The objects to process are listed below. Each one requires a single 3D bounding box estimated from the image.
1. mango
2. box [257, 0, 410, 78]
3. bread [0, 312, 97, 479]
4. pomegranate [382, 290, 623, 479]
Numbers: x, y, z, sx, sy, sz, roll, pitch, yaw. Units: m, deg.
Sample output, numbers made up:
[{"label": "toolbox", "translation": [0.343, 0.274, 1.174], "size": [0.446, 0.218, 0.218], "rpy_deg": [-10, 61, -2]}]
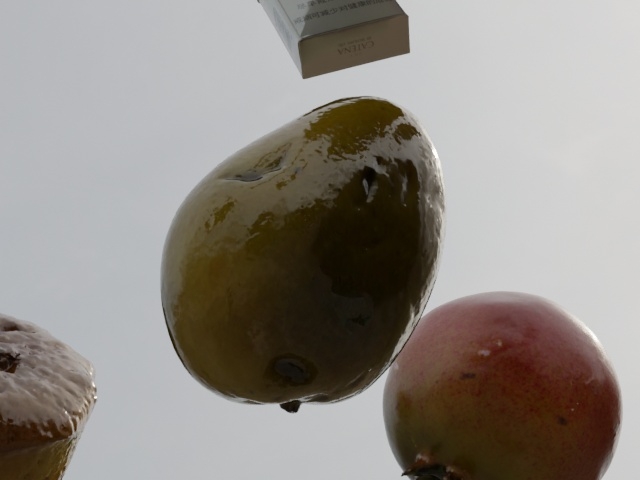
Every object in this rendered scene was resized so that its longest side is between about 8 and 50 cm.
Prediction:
[{"label": "mango", "translation": [0.000, 0.000, 0.677], "size": [0.137, 0.195, 0.098], "rpy_deg": [44, -29, -22]}, {"label": "box", "translation": [0.001, -0.183, 0.985], "size": [0.084, 0.154, 0.040], "rpy_deg": [-17, -48, -9]}, {"label": "bread", "translation": [-0.375, 0.169, 1.313], "size": [0.312, 0.312, 0.172], "rpy_deg": [8, -75, -25]}, {"label": "pomegranate", "translation": [0.158, 0.166, 1.198], "size": [0.221, 0.257, 0.221], "rpy_deg": [24, -34, 17]}]
